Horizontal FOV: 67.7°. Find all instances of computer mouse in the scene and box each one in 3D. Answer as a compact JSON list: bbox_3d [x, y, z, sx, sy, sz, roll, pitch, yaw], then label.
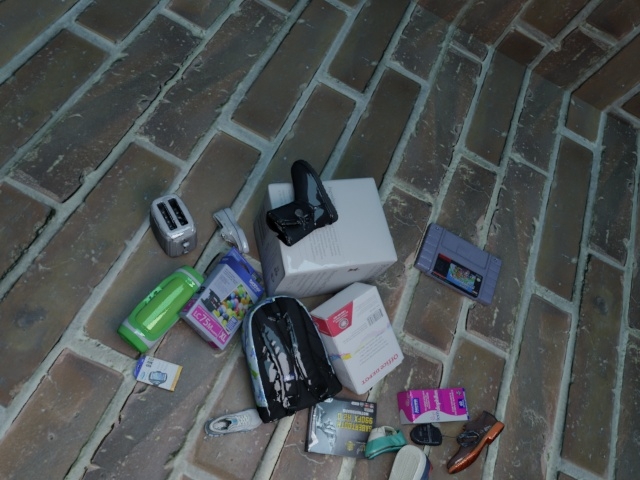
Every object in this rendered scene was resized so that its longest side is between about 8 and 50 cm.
[{"bbox_3d":[0.434,0.689,1.670,0.242,0.041,0.071,3,45,4],"label":"computer mouse"}]

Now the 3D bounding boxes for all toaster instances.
[{"bbox_3d":[-0.517,-0.063,1.669,0.129,0.146,0.227,-24,76,-26],"label":"toaster"}]

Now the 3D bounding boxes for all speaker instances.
[{"bbox_3d":[-0.512,0.219,1.558,0.131,0.131,0.296,40,62,2],"label":"speaker"}]

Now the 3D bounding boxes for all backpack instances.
[{"bbox_3d":[-0.127,0.360,1.568,0.290,0.273,0.356,-19,95,-22],"label":"backpack"}]

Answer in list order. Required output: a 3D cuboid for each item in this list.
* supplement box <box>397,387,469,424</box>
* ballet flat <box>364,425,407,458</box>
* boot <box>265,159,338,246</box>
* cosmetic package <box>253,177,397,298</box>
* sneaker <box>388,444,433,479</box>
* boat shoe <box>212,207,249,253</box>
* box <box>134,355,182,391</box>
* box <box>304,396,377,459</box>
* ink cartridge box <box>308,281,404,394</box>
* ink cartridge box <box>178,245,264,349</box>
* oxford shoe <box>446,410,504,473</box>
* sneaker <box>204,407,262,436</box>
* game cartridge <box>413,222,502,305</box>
[{"bbox_3d":[0.397,0.588,1.693,0.220,0.114,0.111,2,68,-15],"label":"supplement box"},{"bbox_3d":[0.204,0.658,1.569,0.247,0.083,0.087,24,37,-53],"label":"ballet flat"},{"bbox_3d":[-0.084,-0.120,1.488,0.207,0.094,0.246,-26,82,-29],"label":"boot"},{"bbox_3d":[0.000,0.000,1.702,0.393,0.329,0.327,-7,69,-19],"label":"cosmetic package"},{"bbox_3d":[0.258,0.847,1.537,0.350,0.131,0.148,-54,127,-14],"label":"sneaker"},{"bbox_3d":[-0.328,-0.026,1.735,0.075,0.083,0.226,-20,47,-18],"label":"boat shoe"},{"bbox_3d":[-0.520,0.422,1.522,0.136,0.028,0.081,19,63,-6],"label":"box"},{"bbox_3d":[0.070,0.625,1.603,0.231,0.056,0.183,13,64,-12],"label":"box"},{"bbox_3d":[0.126,0.330,1.641,0.226,0.131,0.306,-30,109,-26],"label":"ink cartridge box"},{"bbox_3d":[-0.314,0.189,1.617,0.186,0.065,0.311,53,51,-28],"label":"ink cartridge box"},{"bbox_3d":[0.534,0.721,1.705,0.271,0.097,0.098,-31,51,-24],"label":"oxford shoe"},{"bbox_3d":[-0.264,0.575,1.505,0.190,0.083,0.071,-9,68,-22],"label":"sneaker"},{"bbox_3d":[0.579,0.100,1.998,0.355,0.068,0.230,28,58,-4],"label":"game cartridge"}]
